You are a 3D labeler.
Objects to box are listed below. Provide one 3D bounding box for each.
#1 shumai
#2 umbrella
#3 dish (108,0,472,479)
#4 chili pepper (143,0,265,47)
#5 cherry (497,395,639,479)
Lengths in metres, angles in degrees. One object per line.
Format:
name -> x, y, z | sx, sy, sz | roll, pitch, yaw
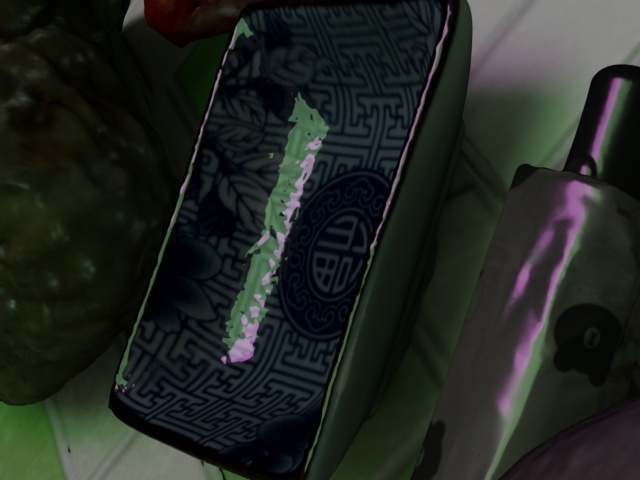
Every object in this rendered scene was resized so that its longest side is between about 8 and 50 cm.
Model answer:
shumai -> -0.178, -0.081, 0.861 | 0.330, 0.292, 0.288 | 0, 36, 48
umbrella -> 0.079, 0.088, 0.539 | 0.073, 0.067, 0.337 | 13, 81, 39
dish -> 0.000, 0.000, 0.673 | 0.182, 0.080, 0.243 | 9, 80, 52
chili pepper -> -0.010, -0.216, 0.763 | 0.136, 0.144, 0.253 | 38, 109, 14
cherry -> 0.125, 0.136, 0.366 | 0.266, 0.183, 0.213 | -25, 42, 61
